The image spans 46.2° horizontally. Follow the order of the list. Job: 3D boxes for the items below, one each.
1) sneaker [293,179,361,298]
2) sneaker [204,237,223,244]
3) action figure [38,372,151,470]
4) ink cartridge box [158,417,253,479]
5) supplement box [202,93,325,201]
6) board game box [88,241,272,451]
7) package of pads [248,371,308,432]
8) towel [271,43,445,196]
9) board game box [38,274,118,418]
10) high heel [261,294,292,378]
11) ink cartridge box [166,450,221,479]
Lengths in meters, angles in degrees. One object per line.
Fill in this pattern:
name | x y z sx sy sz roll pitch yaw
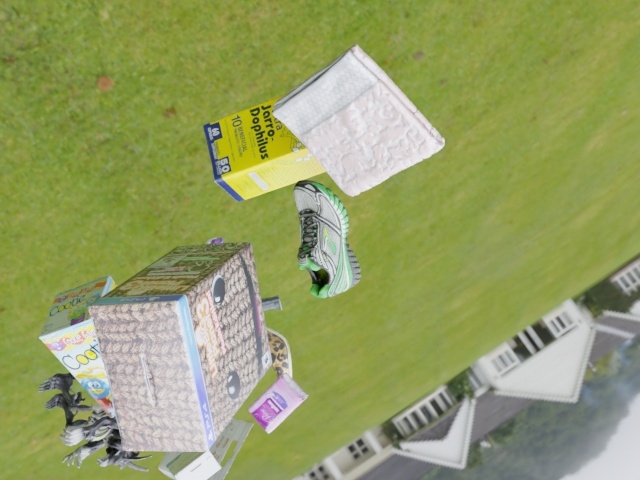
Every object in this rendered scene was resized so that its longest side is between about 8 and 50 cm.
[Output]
sneaker | 0.000 0.000 2.001 0.146 0.343 0.134 -32 -157 -35
sneaker | -0.282 0.072 2.180 0.071 0.170 0.068 -18 -168 -6
action figure | -0.491 0.412 1.596 0.141 0.276 0.164 -33 149 -41
ink cartridge box | -0.275 0.517 1.850 0.225 0.056 0.181 4 -126 38
supplement box | -0.140 -0.285 2.248 0.356 0.194 0.195 -19 159 10
board game box | -0.204 0.154 1.181 0.141 0.232 0.291 -4 -164 17
package of pads | -0.063 0.238 1.104 0.083 0.050 0.032 -46 170 19
towel | 0.078 -0.268 1.770 0.332 0.317 0.053 -25 -154 49
board game box | -0.461 0.237 1.647 0.144 0.275 0.142 -20 -147 14
high heel | -0.175 0.284 1.970 0.186 0.261 0.093 -11 177 -4
ink cartridge box | -0.274 0.485 1.608 0.088 0.052 0.122 -35 -174 -19
